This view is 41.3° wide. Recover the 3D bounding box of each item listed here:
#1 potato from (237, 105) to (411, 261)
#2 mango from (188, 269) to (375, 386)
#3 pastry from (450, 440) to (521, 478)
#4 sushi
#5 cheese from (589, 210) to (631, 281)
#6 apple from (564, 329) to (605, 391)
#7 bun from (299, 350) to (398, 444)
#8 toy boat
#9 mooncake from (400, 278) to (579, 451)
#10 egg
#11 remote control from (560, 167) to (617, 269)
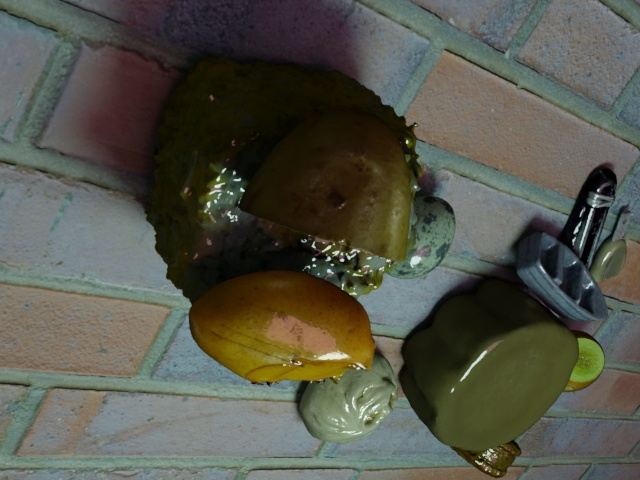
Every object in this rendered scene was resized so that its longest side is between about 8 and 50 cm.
[{"bbox_3d":[0.021,-0.078,0.989,0.178,0.203,0.158,9,97,-58],"label":"potato"},{"bbox_3d":[-0.053,0.113,1.113,0.252,0.126,0.154,12,132,-24],"label":"mango"},{"bbox_3d":[0.389,0.489,2.054,0.188,0.188,0.103,32,94,-47],"label":"pastry"},{"bbox_3d":[-0.049,-0.060,1.229,0.396,0.240,0.351,0,125,-33],"label":"sushi"},{"bbox_3d":[0.683,0.011,1.975,0.097,0.037,0.192,-17,132,-26],"label":"cheese"},{"bbox_3d":[0.592,0.291,2.052,0.147,0.163,0.146,22,67,-34],"label":"apple"},{"bbox_3d":[0.072,0.327,1.722,0.231,0.133,0.231,-20,132,-24],"label":"bun"},{"bbox_3d":[0.521,0.091,1.814,0.078,0.127,0.283,-21,132,40],"label":"toy boat"},{"bbox_3d":[0.355,0.266,1.840,0.378,0.201,0.379,-16,130,-20],"label":"mooncake"},{"bbox_3d":[0.168,-0.009,1.508,0.172,0.132,0.132,-44,139,-13],"label":"egg"},{"bbox_3d":[0.583,-0.031,1.843,0.090,0.066,0.266,-11,131,-31],"label":"remote control"}]
